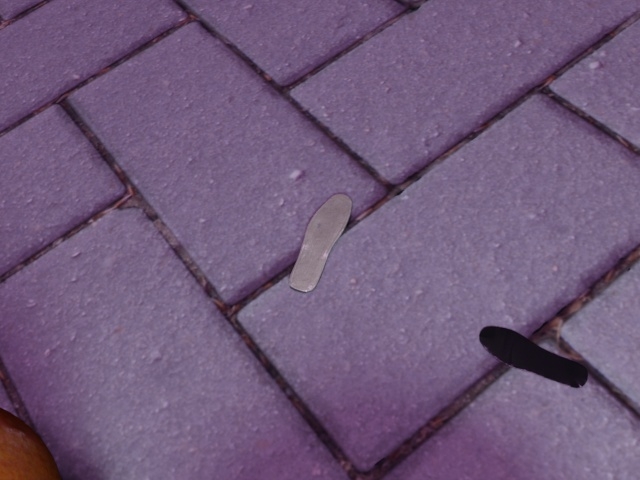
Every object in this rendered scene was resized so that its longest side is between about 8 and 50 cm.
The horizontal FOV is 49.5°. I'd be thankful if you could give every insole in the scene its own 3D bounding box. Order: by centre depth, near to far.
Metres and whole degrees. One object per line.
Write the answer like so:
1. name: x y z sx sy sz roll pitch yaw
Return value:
1. insole: 0.289 0.159 0.953 0.153 0.002 0.053 20 63 23
2. insole: 0.000 0.000 1.115 0.063 0.010 0.192 13 60 19

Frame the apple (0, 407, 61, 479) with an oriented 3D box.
1. apple: -0.427 0.294 0.714 0.299 0.275 0.298 -4 55 6
